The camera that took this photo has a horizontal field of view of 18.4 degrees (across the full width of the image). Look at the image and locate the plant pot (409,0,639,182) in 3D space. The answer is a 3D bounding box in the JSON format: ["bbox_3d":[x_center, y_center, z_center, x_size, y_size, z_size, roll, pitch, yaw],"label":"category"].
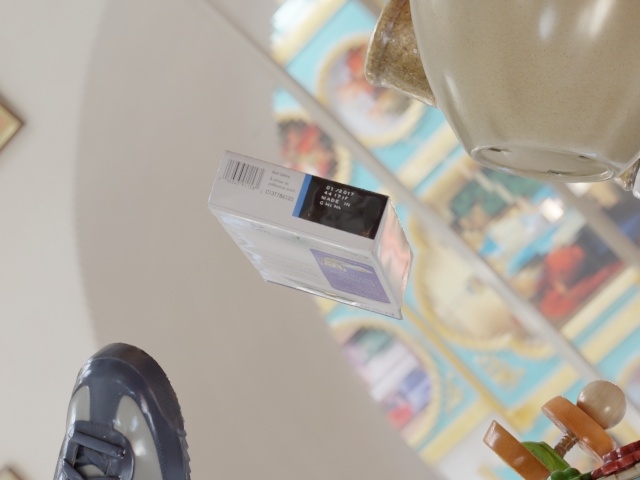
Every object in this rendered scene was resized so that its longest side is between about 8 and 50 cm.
[{"bbox_3d":[0.202,-0.156,1.685,0.284,0.284,0.191,19,-103,-46],"label":"plant pot"}]

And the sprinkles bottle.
[{"bbox_3d":[0.225,-0.151,2.022,0.355,0.121,0.121,24,-160,13],"label":"sprinkles bottle"}]

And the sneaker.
[{"bbox_3d":[-0.184,0.246,1.606,0.112,0.319,0.131,10,-165,29],"label":"sneaker"}]

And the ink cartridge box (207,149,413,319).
[{"bbox_3d":[0.000,0.000,1.944,0.165,0.065,0.333,15,169,10],"label":"ink cartridge box"}]

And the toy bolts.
[{"bbox_3d":[0.320,0.247,2.259,0.228,0.158,0.218,42,178,31],"label":"toy bolts"}]

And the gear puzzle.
[{"bbox_3d":[0.294,0.244,2.092,0.044,0.339,0.175,67,-160,11],"label":"gear puzzle"}]
